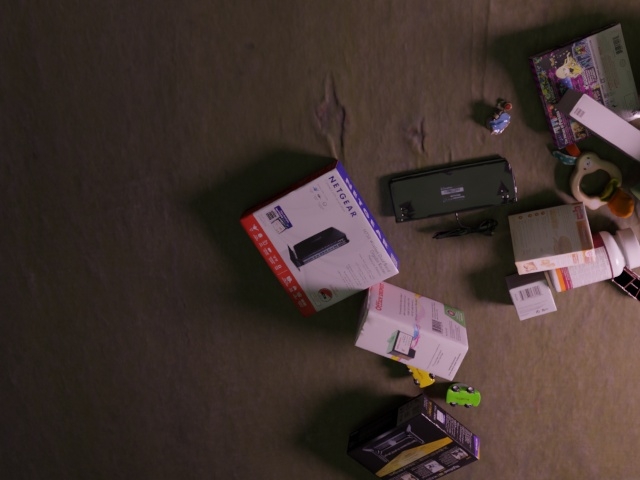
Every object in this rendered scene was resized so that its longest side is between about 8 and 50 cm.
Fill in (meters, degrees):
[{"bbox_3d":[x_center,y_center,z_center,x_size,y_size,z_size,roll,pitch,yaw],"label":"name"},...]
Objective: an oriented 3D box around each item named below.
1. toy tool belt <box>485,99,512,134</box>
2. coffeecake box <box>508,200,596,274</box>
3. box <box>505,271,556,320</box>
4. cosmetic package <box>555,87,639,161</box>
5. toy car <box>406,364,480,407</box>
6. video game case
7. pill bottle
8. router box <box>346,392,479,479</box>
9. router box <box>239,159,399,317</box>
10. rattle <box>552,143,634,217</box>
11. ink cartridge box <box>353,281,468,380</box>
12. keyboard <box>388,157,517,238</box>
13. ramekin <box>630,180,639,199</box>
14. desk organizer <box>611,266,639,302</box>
[{"bbox_3d":[0.439,-0.297,1.699,0.052,0.051,0.083,32,113,-7],"label":"toy tool belt"},{"bbox_3d":[0.575,-0.006,1.740,0.186,0.142,0.068,-11,145,20],"label":"coffeecake box"},{"bbox_3d":[0.556,0.139,1.850,0.101,0.087,0.102,-19,110,15],"label":"box"},{"bbox_3d":[0.664,-0.260,1.603,0.239,0.099,0.060,30,104,-12],"label":"cosmetic package"},{"bbox_3d":[0.348,0.439,2.025,0.225,0.053,0.239,6,114,5],"label":"toy car"},{"bbox_3d":[0.624,-0.360,1.640,0.210,0.042,0.232,-22,109,7],"label":"video game case"},{"bbox_3d":[0.688,0.046,1.774,0.221,0.121,0.121,-18,109,14],"label":"pill bottle"},{"bbox_3d":[0.269,0.602,2.045,0.243,0.081,0.309,41,124,-17],"label":"router box"},{"bbox_3d":[0.000,0.000,1.867,0.301,0.082,0.335,-28,107,18],"label":"router box"},{"bbox_3d":[0.655,-0.151,1.689,0.130,0.142,0.199,-24,114,32],"label":"rattle"},{"bbox_3d":[0.240,0.233,1.869,0.278,0.201,0.117,20,114,-1],"label":"ink cartridge box"},{"bbox_3d":[0.348,-0.094,1.811,0.317,0.033,0.201,-9,106,12],"label":"keyboard"},{"bbox_3d":[0.886,-0.079,1.605,0.303,0.303,0.148,37,105,-8],"label":"ramekin"},{"bbox_3d":[0.815,0.114,1.825,0.130,0.050,0.047,37,113,-8],"label":"desk organizer"}]
